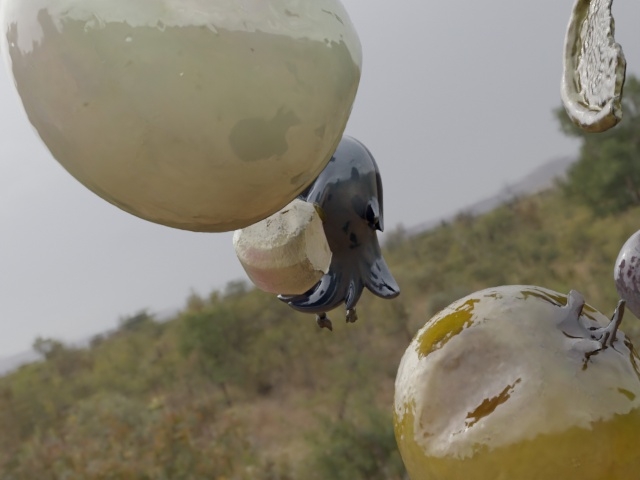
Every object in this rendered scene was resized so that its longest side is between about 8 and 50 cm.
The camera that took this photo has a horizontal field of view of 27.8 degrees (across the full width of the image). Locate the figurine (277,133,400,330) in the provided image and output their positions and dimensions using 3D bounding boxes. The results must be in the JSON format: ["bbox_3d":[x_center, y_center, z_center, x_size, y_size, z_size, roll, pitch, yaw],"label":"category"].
[{"bbox_3d":[0.008,-0.014,1.746,0.175,0.265,0.197,-12,-5,-12],"label":"figurine"}]

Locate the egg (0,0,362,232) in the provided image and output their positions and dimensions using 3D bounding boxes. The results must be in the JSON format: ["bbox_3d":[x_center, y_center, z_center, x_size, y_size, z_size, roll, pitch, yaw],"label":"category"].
[{"bbox_3d":[-0.127,-0.157,1.149,0.345,0.283,0.283,28,-36,-37],"label":"egg"}]

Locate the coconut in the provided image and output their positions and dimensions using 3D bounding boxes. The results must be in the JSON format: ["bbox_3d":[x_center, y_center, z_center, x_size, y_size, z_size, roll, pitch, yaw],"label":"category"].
[{"bbox_3d":[-0.038,0.011,1.489,0.110,0.110,0.124,-21,-33,6],"label":"coconut"}]

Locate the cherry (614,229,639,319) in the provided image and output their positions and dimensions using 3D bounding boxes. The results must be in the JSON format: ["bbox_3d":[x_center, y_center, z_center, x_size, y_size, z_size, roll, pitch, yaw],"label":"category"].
[{"bbox_3d":[0.449,0.053,1.568,0.176,0.140,0.176,21,6,-2],"label":"cherry"}]

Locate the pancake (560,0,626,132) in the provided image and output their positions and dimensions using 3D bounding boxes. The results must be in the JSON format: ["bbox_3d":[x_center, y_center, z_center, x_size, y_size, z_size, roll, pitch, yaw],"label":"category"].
[{"bbox_3d":[0.271,-0.193,1.231,0.020,0.190,0.184,9,-43,-16],"label":"pancake"}]

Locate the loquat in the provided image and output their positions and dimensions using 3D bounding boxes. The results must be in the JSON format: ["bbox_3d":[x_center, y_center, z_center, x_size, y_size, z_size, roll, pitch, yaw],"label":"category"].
[{"bbox_3d":[0.155,0.131,0.968,0.213,0.213,0.213,-20,-3,-1],"label":"loquat"}]
